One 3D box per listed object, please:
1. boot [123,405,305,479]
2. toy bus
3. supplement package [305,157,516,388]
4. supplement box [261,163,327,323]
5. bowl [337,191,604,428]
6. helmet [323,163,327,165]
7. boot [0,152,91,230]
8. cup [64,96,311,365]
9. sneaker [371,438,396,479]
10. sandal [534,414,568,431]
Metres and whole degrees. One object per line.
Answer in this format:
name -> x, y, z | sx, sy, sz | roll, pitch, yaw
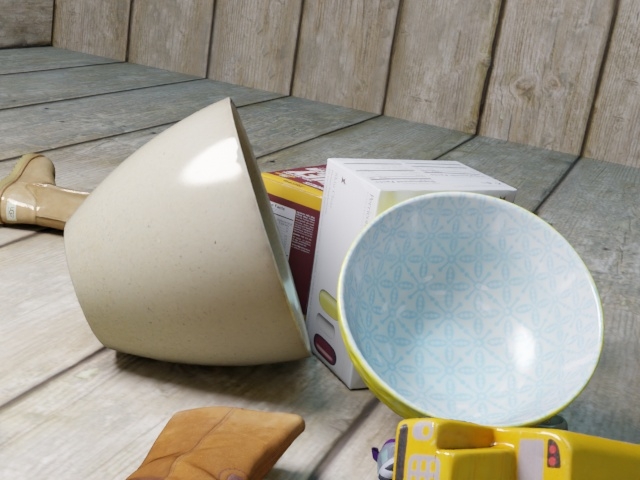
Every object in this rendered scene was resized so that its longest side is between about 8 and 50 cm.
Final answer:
boot -> -0.063, 0.227, 0.857 | 0.264, 0.096, 0.280 | -7, 8, 17
toy bus -> 0.209, 0.219, 0.810 | 0.333, 0.108, 0.130 | 18, -17, -39
supplement package -> 0.110, 0.038, 1.256 | 0.204, 0.261, 0.145 | -1, 19, -27
supplement box -> 0.000, 0.000, 1.442 | 0.129, 0.194, 0.191 | 21, 21, 34
bowl -> 0.155, 0.106, 1.096 | 0.289, 0.156, 0.289 | 3, 57, -4
helmet -> 0.048, -0.063, 1.690 | 0.161, 0.169, 0.169 | 17, 9, -35
boot -> -0.398, -0.062, 1.651 | 0.270, 0.089, 0.236 | 9, 27, 2
cup -> -0.170, 0.018, 1.186 | 0.237, 0.331, 0.331 | -17, 18, 1
sneaker -> 0.164, 0.228, 0.985 | 0.224, 0.083, 0.098 | 6, 12, -7
sandal -> 0.210, 0.193, 1.167 | 0.180, 0.049, 0.072 | 13, 17, 15
